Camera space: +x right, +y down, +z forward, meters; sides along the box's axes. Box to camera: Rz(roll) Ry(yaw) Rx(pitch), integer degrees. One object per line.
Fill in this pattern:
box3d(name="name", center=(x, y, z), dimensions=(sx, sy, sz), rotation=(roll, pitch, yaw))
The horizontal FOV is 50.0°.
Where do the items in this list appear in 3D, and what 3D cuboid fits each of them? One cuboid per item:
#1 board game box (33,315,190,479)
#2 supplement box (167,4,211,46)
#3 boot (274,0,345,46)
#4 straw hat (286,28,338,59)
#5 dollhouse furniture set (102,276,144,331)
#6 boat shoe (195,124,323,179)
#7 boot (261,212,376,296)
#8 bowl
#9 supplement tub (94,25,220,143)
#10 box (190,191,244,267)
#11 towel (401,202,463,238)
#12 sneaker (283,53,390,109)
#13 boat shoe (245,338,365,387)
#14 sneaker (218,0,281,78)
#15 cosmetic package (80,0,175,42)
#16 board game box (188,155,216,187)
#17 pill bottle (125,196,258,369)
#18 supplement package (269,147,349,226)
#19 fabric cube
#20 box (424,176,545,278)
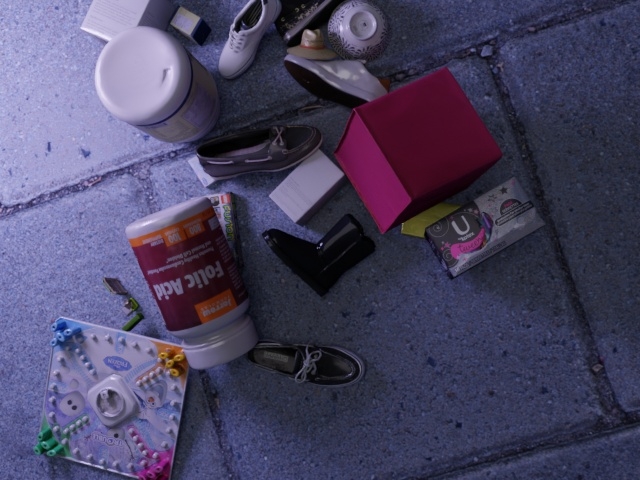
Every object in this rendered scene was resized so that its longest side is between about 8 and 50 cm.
box3d(name="board game box", center=(-0.560, 0.432, 1.825), dimensions=(0.390, 0.050, 0.389), rotation=(12, 97, 9))
box3d(name="supplement box", center=(-0.356, -0.585, 1.873), dimensions=(0.083, 0.083, 0.056), rotation=(32, 91, 8))
box3d(name="boot", center=(-0.049, -0.654, 1.833), dimensions=(0.236, 0.085, 0.178), rotation=(-40, 79, 5))
box3d(name="straw hat", center=(-0.020, -0.518, 1.784), dimensions=(0.145, 0.144, 0.061), rotation=(11, 118, 9))
box3d(name="dollhouse furniture set", center=(-0.546, 0.170, 1.858), dimensions=(0.059, 0.076, 0.151), rotation=(-42, 82, 6))
box3d(name="boat shoe", center=(-0.163, -0.236, 1.757), dimensions=(0.336, 0.095, 0.112), rotation=(-13, 56, 19))
box3d(name="boot", center=(0.000, 0.000, 1.749), dimensions=(0.207, 0.094, 0.246), rotation=(-44, 111, 4))
box3d(name="bowl", center=(0.106, -0.554, 1.785), dimensions=(0.170, 0.080, 0.170), rotation=(0, 96, -3))
box3d(name="supplement tub", center=(-0.397, -0.379, 1.744), dimensions=(0.236, 0.325, 0.235), rotation=(-1, 86, 9))
box3d(name="box", center=(-0.277, -0.021, 1.849), dimensions=(0.114, 0.036, 0.206), rotation=(-9, 85, 8))
box3d(name="towel", center=(0.332, -0.046, 1.771), dimensions=(0.238, 0.021, 0.102), rotation=(9, 84, 9))
box3d(name="sneaker", center=(0.048, -0.435, 1.809), dimensions=(0.290, 0.106, 0.123), rotation=(28, 71, 8))
box3d(name="boat shoe", center=(-0.040, 0.310, 1.758), dimensions=(0.307, 0.105, 0.113), rotation=(14, 89, 9))
box3d(name="sneaker", center=(-0.207, -0.544, 1.814), dimensions=(0.094, 0.091, 0.258), rotation=(43, 114, 18))
box3d(name="cosmetic package", center=(-0.519, -0.605, 1.865), dimensions=(0.151, 0.151, 0.183), rotation=(27, 91, 9))
box3d(name="board game box", center=(-0.300, -0.205, 1.873), dimensions=(0.090, 0.020, 0.090), rotation=(-34, 82, 3))
box3d(name="pill bottle", center=(-0.311, 0.107, 1.718), dimensions=(0.224, 0.224, 0.391), rotation=(-20, 100, 7))
box3d(name="supplement package", center=(-0.027, -0.137, 1.785), dimensions=(0.179, 0.105, 0.105), rotation=(-44, 79, 4))
box3d(name="fabric cube", center=(0.221, -0.207, 1.638), dimensions=(0.258, 0.259, 0.254), rotation=(-28, 81, -17))
box3d(name="box", center=(0.389, -0.027, 1.665), dimensions=(0.247, 0.163, 0.142), rotation=(-31, 81, 4))
